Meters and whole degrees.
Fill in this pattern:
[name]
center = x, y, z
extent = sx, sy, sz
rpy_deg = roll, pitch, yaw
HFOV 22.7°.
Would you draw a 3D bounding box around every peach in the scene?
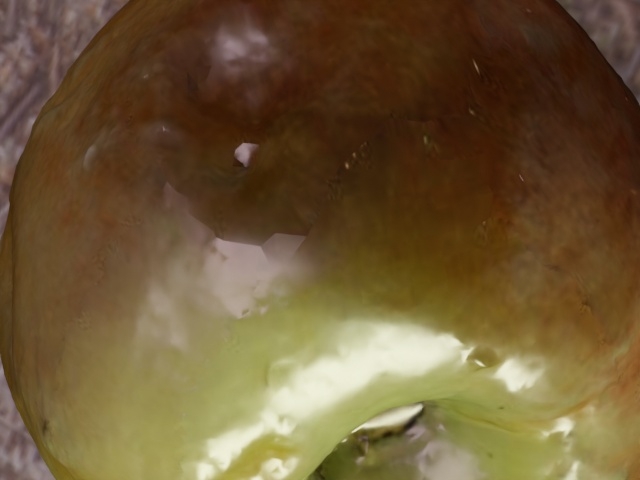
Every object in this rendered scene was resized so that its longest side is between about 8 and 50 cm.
[peach]
center = 0.000, 0.000, 0.487
extent = 0.214, 0.214, 0.235
rpy_deg = -49, 36, 17
